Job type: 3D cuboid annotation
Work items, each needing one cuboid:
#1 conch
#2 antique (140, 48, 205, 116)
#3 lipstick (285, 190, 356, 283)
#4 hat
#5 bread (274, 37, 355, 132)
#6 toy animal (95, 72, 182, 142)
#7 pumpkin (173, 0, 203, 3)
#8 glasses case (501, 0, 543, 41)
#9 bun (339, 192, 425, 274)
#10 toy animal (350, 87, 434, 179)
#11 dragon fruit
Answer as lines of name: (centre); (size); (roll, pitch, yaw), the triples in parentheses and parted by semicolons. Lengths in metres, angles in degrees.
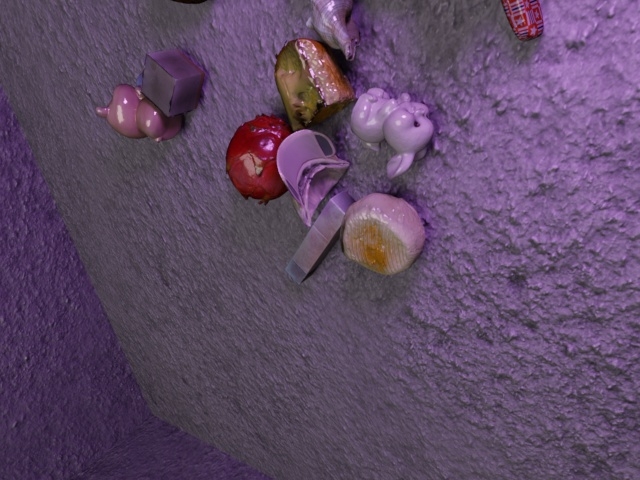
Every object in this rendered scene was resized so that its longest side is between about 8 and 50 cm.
conch: (0.034, -0.502, 1.151); (0.114, 0.137, 0.234); (-14, 87, 34)
antique: (-0.465, -0.502, 1.575); (0.146, 0.148, 0.152); (42, 135, 11)
lipstick: (0.000, 0.000, 1.534); (0.076, 0.079, 0.371); (46, 136, 11)
hat: (-0.048, -0.174, 1.342); (0.226, 0.219, 0.164); (42, 161, -22)
bread: (-0.021, -0.404, 1.243); (0.204, 0.162, 0.262); (60, 160, -8)
toy animal: (-0.600, -0.431, 1.708); (0.229, 0.210, 0.221); (-42, 79, 11)
pumpkin: (-0.367, -0.751, 1.338); (0.219, 0.162, 0.219); (9, 134, 9)
glasses case: (0.362, -0.468, 0.922); (0.049, 0.073, 0.195); (-4, 113, 52)
bun: (0.162, -0.029, 1.323); (0.243, 0.153, 0.244); (14, 136, 14)
toy animal: (0.168, -0.263, 1.183); (0.193, 0.127, 0.178); (37, 137, 16)
dragon fruit: (-0.160, -0.236, 1.422); (0.252, 0.241, 0.241); (-37, 89, 29)
